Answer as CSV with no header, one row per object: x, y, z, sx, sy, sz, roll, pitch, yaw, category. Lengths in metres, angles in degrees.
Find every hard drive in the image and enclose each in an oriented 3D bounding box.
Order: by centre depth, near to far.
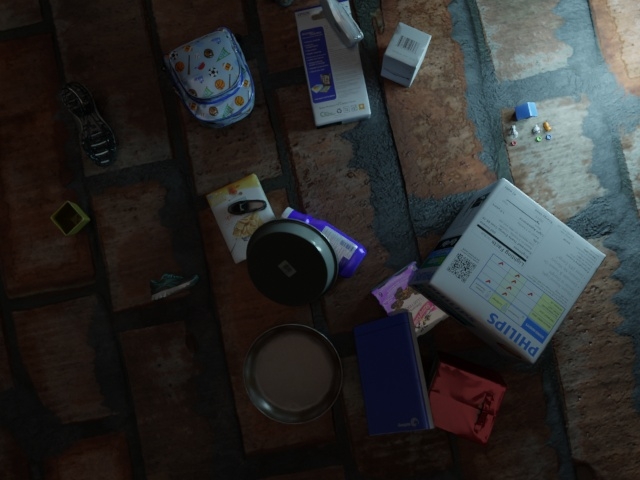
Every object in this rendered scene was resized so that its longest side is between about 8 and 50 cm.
0.203,0.388,1.493,0.210,0.040,0.318,-25,64,40,hard drive

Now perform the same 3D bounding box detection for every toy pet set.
0.640,-0.357,1.563,0.122,0.065,0.114,-11,88,3,toy pet set

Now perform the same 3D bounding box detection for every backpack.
-0.324,-0.486,1.573,0.277,0.213,0.263,-26,98,0,backpack

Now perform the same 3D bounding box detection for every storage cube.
0.406,0.452,1.499,0.193,0.215,0.183,19,91,11,storage cube

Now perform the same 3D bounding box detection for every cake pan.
-0.095,0.076,1.551,0.294,0.054,0.293,6,116,12,cake pan

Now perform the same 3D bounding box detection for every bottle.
0.000,0.000,1.590,0.283,0.092,0.118,33,92,4,bottle

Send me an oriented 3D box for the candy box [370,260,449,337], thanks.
0.278,0.189,1.577,0.165,0.070,0.196,-36,87,2,candy box

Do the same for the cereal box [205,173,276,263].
-0.236,-0.068,1.630,0.173,0.047,0.240,-25,87,3,cereal box

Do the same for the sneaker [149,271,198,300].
-0.472,0.133,1.639,0.167,0.065,0.076,-22,84,2,sneaker

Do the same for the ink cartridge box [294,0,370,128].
0.037,-0.548,1.610,0.176,0.069,0.370,-11,90,4,ink cartridge box

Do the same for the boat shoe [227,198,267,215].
-0.227,-0.103,1.586,0.125,0.038,0.046,-5,89,3,boat shoe

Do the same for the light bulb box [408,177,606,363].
0.509,0.087,1.450,0.358,0.225,0.361,38,82,1,light bulb box

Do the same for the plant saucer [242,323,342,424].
-0.086,0.414,1.612,0.311,0.050,0.310,0,88,4,plant saucer

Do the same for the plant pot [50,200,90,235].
-0.792,-0.069,1.652,0.081,0.083,0.081,-43,87,2,plant pot

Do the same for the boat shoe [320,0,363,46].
0.065,-0.675,1.553,0.063,0.066,0.184,-33,85,-12,boat shoe

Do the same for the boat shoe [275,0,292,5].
-0.094,-0.916,1.593,0.130,0.132,0.355,24,90,4,boat shoe

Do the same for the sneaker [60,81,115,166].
-0.734,-0.370,1.655,0.100,0.108,0.271,-22,104,-14,sneaker

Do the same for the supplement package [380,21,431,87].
0.251,-0.548,1.536,0.105,0.179,0.105,24,91,4,supplement package
